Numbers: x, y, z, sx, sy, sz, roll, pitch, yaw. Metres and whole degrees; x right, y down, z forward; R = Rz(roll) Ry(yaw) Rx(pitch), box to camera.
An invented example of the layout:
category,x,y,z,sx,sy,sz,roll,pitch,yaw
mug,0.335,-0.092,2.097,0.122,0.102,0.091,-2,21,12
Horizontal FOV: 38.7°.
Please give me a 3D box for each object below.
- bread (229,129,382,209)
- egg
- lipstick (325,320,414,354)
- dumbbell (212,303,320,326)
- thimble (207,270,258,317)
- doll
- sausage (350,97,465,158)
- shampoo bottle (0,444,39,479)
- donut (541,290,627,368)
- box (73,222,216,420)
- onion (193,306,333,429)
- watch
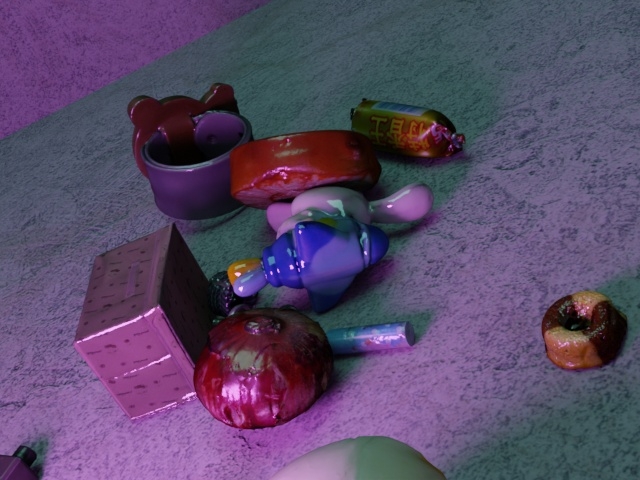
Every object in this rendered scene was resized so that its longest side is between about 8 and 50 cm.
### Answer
category,x,y,z,sx,sy,sz,roll,pitch,yaw
bread,-0.042,-0.152,1.988,0.327,0.295,0.114,-9,80,22
egg,0.018,0.406,1.117,0.345,0.283,0.283,-36,30,11
lipstick,0.087,0.173,1.616,0.158,0.048,0.048,-9,36,27
dumbbell,-0.108,0.162,1.748,0.254,0.082,0.082,-2,40,36
thimble,-0.180,0.112,1.866,0.066,0.104,0.095,10,88,33
doll,0.005,0.007,1.820,0.376,0.187,0.365,-26,17,37
sausage,0.211,-0.241,2.061,0.117,0.125,0.317,-40,36,-26
shampoo bottle,-0.604,0.483,1.661,0.079,0.080,0.246,-3,39,31
donut,0.409,0.135,1.421,0.140,0.059,0.140,-22,29,13
box,-0.332,0.155,1.790,0.190,0.225,0.297,-21,31,10
onion,-0.098,0.214,1.565,0.246,0.190,0.246,-6,27,3
watch,-0.284,-0.217,2.287,0.335,0.314,0.327,-29,42,-24
